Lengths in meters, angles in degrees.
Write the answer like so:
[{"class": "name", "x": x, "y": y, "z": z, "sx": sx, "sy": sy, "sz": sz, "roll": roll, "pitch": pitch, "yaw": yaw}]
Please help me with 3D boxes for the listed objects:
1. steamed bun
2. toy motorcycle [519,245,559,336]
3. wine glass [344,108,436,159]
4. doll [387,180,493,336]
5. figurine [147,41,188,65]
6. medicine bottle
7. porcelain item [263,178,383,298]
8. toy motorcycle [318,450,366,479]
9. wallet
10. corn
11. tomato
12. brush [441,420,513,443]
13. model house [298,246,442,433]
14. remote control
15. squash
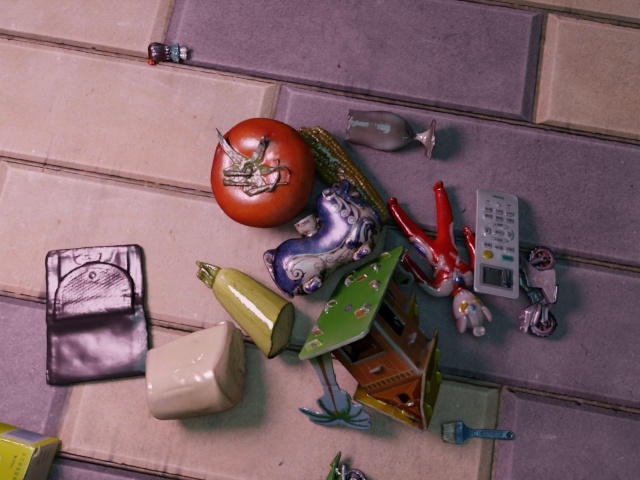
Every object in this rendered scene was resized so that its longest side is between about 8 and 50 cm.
[{"class": "steamed bun", "x": -0.281, "y": 0.307, "z": 1.378, "sx": 0.225, "sy": 0.170, "sz": 0.200, "roll": -13, "pitch": 45, "yaw": 14}, {"class": "toy motorcycle", "x": 0.497, "y": 0.118, "z": 1.445, "sx": 0.122, "sy": 0.080, "sz": 0.216, "roll": 2, "pitch": 81, "yaw": 0}, {"class": "wine glass", "x": 0.172, "y": -0.267, "z": 1.524, "sx": 0.222, "sy": 0.103, "sz": 0.103, "roll": 9, "pitch": 77, "yaw": 3}, {"class": "doll", "x": 0.296, "y": 0.051, "z": 1.457, "sx": 0.188, "sy": 0.099, "sz": 0.384, "roll": -22, "pitch": 75, "yaw": -5}, {"class": "figurine", "x": -0.401, "y": -0.488, "z": 1.605, "sx": 0.105, "sy": 0.047, "sz": 0.060, "roll": 0, "pitch": 113, "yaw": -7}, {"class": "medicine bottle", "x": -0.727, "y": 0.475, "z": 1.338, "sx": 0.250, "sy": 0.141, "sz": 0.137, "roll": 15, "pitch": 81, "yaw": 4}, {"class": "porcelain item", "x": 0.000, "y": 0.000, "z": 1.414, "sx": 0.288, "sy": 0.138, "sz": 0.186, "roll": -34, "pitch": 90, "yaw": 5}, {"class": "toy motorcycle", "x": 0.014, "y": 0.569, "z": 1.352, "sx": 0.106, "sy": 0.074, "sz": 0.190, "roll": 40, "pitch": 80, "yaw": 17}, {"class": "wallet", "x": -0.533, "y": 0.170, "z": 1.458, "sx": 0.247, "sy": 0.041, "sz": 0.323, "roll": -6, "pitch": 79, "yaw": 0}, {"class": "corn", "x": 0.054, "y": -0.158, "z": 1.503, "sx": 0.097, "sy": 0.097, "sz": 0.320, "roll": -38, "pitch": 82, "yaw": -8}, {"class": "tomato", "x": -0.132, "y": -0.156, "z": 1.428, "sx": 0.255, "sy": 0.224, "sz": 0.256, "roll": 1, "pitch": 94, "yaw": 14}, {"class": "brush", "x": 0.359, "y": 0.442, "z": 1.404, "sx": 0.164, "sy": 0.014, "sz": 0.051, "roll": 3, "pitch": 79, "yaw": 0}, {"class": "model house", "x": 0.120, "y": 0.261, "z": 1.396, "sx": 0.324, "sy": 0.340, "sz": 0.300, "roll": 49, "pitch": 39, "yaw": -13}, {"class": "remote control", "x": 0.413, "y": 0.004, "z": 1.448, "sx": 0.103, "sy": 0.051, "sz": 0.293, "roll": 11, "pitch": 58, "yaw": -1}, {"class": "squash", "x": -0.168, "y": 0.130, "z": 1.433, "sx": 0.137, "sy": 0.137, "sz": 0.287, "roll": -43, "pitch": 72, "yaw": -9}]
